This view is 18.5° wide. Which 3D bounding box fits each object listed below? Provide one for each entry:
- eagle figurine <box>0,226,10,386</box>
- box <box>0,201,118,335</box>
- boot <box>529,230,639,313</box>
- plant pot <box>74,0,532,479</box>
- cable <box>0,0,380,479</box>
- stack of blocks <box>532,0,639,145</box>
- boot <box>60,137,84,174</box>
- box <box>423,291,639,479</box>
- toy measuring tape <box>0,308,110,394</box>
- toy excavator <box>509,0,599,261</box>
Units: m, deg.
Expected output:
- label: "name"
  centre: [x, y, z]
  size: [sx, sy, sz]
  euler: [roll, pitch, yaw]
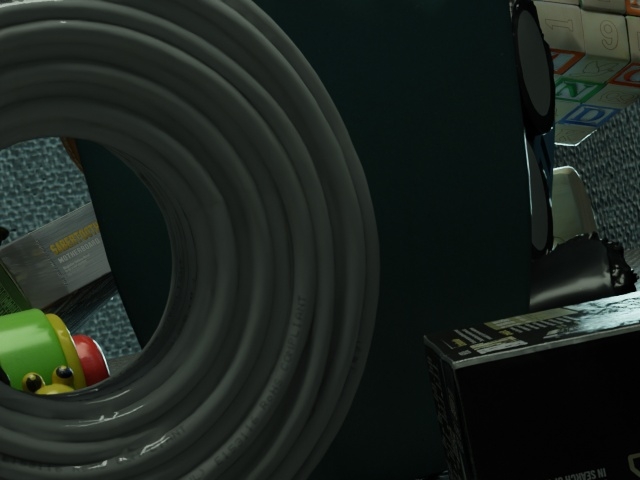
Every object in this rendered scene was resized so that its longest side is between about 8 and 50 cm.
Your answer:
- label: "eagle figurine"
  centre: [-0.255, -0.078, 1.006]
  size: [0.225, 0.226, 0.298]
  euler: [-7, 27, -10]
- label: "box"
  centre: [-0.226, 0.051, 1.493]
  size: [0.183, 0.056, 0.231]
  euler: [-31, -7, -48]
- label: "boot"
  centre: [0.090, 0.054, 1.202]
  size: [0.207, 0.094, 0.246]
  euler: [-15, -7, 16]
- label: "plant pot"
  centre: [0.000, 0.000, 0.940]
  size: [0.165, 0.234, 0.165]
  euler: [-12, 0, -33]
- label: "cable"
  centre: [-0.105, 0.009, 0.741]
  size: [0.257, 0.257, 0.089]
  euler: [-11, 5, -16]
- label: "stack of blocks"
  centre: [0.118, -0.163, 1.619]
  size: [0.297, 0.087, 0.171]
  euler: [5, -21, -21]
- label: "boot"
  centre: [-0.091, 0.000, 1.562]
  size: [0.109, 0.283, 0.220]
  euler: [-37, 25, 5]
- label: "box"
  centre: [0.113, 0.055, 0.604]
  size: [0.147, 0.078, 0.180]
  euler: [-11, -1, 0]
- label: "toy measuring tape"
  centre: [-0.221, 0.109, 1.379]
  size: [0.121, 0.121, 0.330]
  euler: [-11, 0, -21]
- label: "toy excavator"
  centre: [0.117, 0.003, 1.569]
  size: [0.222, 0.445, 0.433]
  euler: [-10, 41, 19]
